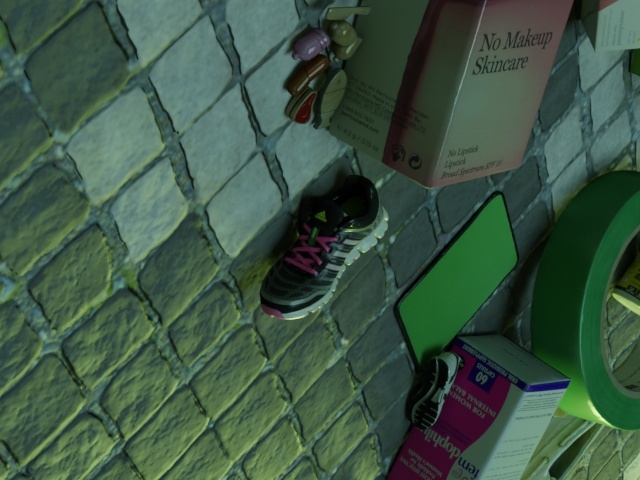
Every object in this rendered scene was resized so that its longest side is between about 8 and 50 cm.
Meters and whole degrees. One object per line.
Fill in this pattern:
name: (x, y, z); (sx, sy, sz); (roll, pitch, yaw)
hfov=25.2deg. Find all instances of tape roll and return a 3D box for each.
tape roll: (0.388, 0.074, 1.791); (0.321, 0.077, 0.321); (-13, 109, -44)

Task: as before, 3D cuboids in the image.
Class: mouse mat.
mouse mat: (0.157, 0.048, 1.613); (0.189, 0.007, 0.152); (-48, 146, -18)

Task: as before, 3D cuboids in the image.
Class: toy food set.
toy food set: (-0.002, -0.149, 1.227); (0.078, 0.019, 0.122); (-12, 134, -48)

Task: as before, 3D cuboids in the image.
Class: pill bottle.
pill bottle: (0.455, 0.042, 1.952); (0.116, 0.065, 0.065); (-56, 148, -4)

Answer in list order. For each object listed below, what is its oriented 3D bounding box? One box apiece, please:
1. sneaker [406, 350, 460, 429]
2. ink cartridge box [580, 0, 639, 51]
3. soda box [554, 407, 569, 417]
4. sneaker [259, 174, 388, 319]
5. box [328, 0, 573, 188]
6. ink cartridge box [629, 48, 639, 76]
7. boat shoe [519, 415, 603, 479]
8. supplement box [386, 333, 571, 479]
sneaker: (0.134, 0.173, 1.649); (0.044, 0.040, 0.109); (-30, 150, -51)
ink cartridge box: (0.379, -0.268, 1.490); (0.198, 0.067, 0.115); (-6, 132, -3)
soda box: (0.270, 0.183, 1.823); (0.181, 0.061, 0.058); (18, 102, -57)
sneaker: (0.000, 0.000, 1.313); (0.170, 0.063, 0.074); (-44, 146, -29)
box: (0.123, -0.181, 1.264); (0.149, 0.127, 0.232); (-15, 128, -47)
ink cartridge box: (0.457, -0.317, 1.629); (0.189, 0.097, 0.255); (-35, 139, -31)
boat shoe: (0.296, 0.327, 1.953); (0.267, 0.088, 0.096); (-53, 147, -9)
supplement box: (0.183, 0.233, 1.699); (0.114, 0.111, 0.220); (2, 116, -54)
